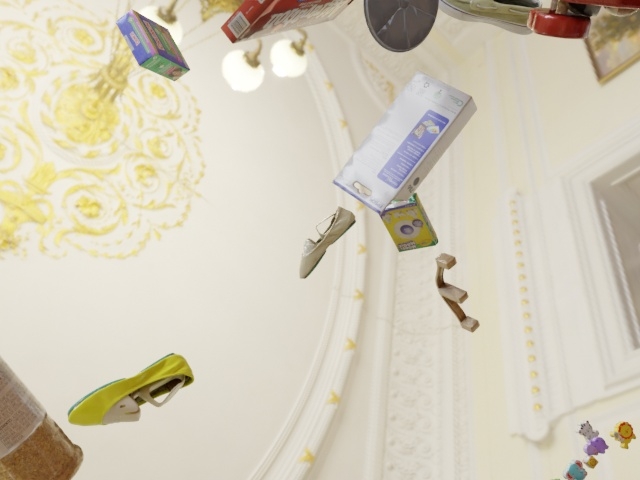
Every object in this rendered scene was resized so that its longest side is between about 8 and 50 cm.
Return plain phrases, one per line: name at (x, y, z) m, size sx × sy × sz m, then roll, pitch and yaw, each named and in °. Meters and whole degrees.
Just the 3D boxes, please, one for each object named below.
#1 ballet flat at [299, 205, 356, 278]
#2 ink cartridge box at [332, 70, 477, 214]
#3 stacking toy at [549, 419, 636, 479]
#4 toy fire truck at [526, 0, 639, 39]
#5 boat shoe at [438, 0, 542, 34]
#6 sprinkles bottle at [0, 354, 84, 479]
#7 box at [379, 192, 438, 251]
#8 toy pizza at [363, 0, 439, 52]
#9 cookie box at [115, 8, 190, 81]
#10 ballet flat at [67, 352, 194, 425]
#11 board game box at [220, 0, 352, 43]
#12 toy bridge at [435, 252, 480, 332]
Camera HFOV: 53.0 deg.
ballet flat at (0.000, 0.000, 1.890) m, size 0.086 × 0.248 × 0.086 m, roll 41°, pitch 179°, yaw 1°
ink cartridge box at (0.189, -0.215, 1.459) m, size 0.165 × 0.333 × 0.065 m, roll 39°, pitch 179°, yaw 33°
stacking toy at (0.614, 0.509, 1.492) m, size 0.052 × 0.167 × 0.221 m, roll 44°, pitch -105°, yaw 4°
toy fire truck at (0.517, -0.448, 1.141) m, size 0.253 × 0.170 × 0.302 m, roll 9°, pitch -156°, yaw 10°
boat shoe at (0.463, -0.660, 1.771) m, size 0.302 × 0.094 × 0.109 m, roll 18°, pitch -121°, yaw 8°
sprinkles bottle at (-0.458, 0.190, 0.825) m, size 0.356 × 0.121 × 0.121 m, roll 59°, pitch -146°, yaw -18°
box at (0.223, -0.035, 1.614) m, size 0.179 × 0.105 × 0.043 m, roll 55°, pitch -146°, yaw -38°
toy pizza at (0.165, -0.495, 1.333) m, size 0.201 × 0.201 × 0.032 m, roll 18°, pitch -175°, yaw -38°
cookie box at (-0.278, -0.324, 1.074) m, size 0.092 × 0.040 × 0.107 m, roll 61°, pitch -163°, yaw 9°
ballet flat at (-0.317, 0.270, 1.115) m, size 0.077 × 0.077 × 0.231 m, roll 41°, pitch -139°, yaw 24°
board game box at (0.001, -0.316, 0.795) m, size 0.027 × 0.145 × 0.281 m, roll 54°, pitch -145°, yaw -4°
toy bridge at (0.253, 0.100, 1.227) m, size 0.026 × 0.063 × 0.188 m, roll -39°, pitch -56°, yaw -20°
